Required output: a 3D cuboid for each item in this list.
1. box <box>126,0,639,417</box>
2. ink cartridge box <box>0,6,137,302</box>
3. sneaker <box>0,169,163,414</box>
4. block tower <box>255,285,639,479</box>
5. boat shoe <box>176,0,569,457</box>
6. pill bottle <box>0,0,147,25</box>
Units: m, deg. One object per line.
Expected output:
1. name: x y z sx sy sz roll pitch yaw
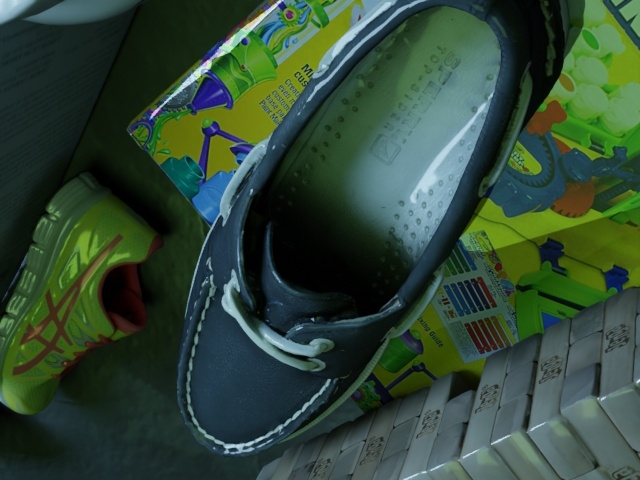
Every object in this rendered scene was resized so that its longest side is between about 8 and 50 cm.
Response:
1. box: 0.112 -0.051 0.586 0.279 0.177 0.290 -35 98 29
2. ink cartridge box: -0.270 -0.009 0.667 0.091 0.308 0.385 35 121 2
3. sneaker: -0.178 0.057 0.795 0.094 0.081 0.208 28 119 3
4. block tower: 0.096 0.108 0.510 0.335 0.091 0.097 -32 101 28
5. boat shoe: 0.000 0.000 0.494 0.114 0.091 0.302 31 119 6
6. pill bottle: -0.109 -0.198 0.539 0.162 0.278 0.162 8 115 17
